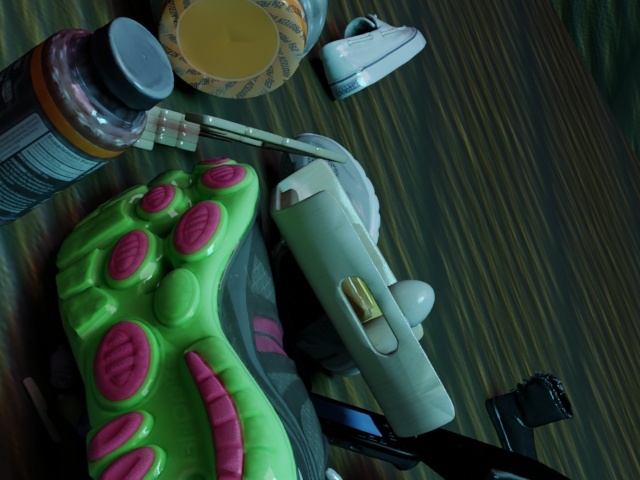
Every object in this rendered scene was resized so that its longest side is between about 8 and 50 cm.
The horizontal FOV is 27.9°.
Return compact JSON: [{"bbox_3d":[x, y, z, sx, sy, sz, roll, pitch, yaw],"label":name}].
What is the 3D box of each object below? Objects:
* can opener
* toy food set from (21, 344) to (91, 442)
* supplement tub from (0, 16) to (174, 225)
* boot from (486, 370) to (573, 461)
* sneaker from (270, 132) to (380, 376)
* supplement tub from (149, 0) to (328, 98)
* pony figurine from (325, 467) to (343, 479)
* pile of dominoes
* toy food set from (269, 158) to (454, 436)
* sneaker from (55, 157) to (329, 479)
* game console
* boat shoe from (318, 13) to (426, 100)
[{"bbox_3d":[-0.058,0.074,1.282,0.186,0.073,0.059,64,-12,-2],"label":"can opener"},{"bbox_3d":[-0.186,0.116,1.045,0.078,0.019,0.122,62,27,0],"label":"toy food set"},{"bbox_3d":[-0.209,-0.096,1.007,0.106,0.198,0.106,42,32,-34],"label":"supplement tub"},{"bbox_3d":[0.276,0.233,1.646,0.045,0.099,0.121,-15,78,-61],"label":"boot"},{"bbox_3d":[0.000,0.000,1.379,0.115,0.105,0.281,25,45,-50],"label":"sneaker"},{"bbox_3d":[-0.083,-0.310,1.428,0.193,0.193,0.316,44,33,-31],"label":"supplement tub"},{"bbox_3d":[0.129,0.377,1.124,0.363,0.303,0.351,40,22,-60],"label":"pony figurine"},{"bbox_3d":[-0.120,-0.093,1.217,0.251,0.196,0.040,11,91,-57],"label":"pile of dominoes"},{"bbox_3d":[0.046,0.035,1.190,0.220,0.092,0.306,60,2,-8],"label":"toy food set"},{"bbox_3d":[-0.099,0.110,1.039,0.483,0.185,0.202,-98,170,-49],"label":"sneaker"},{"bbox_3d":[0.074,0.187,1.183,0.361,0.044,0.213,19,-2,-12],"label":"game console"},{"bbox_3d":[0.071,-0.268,1.761,0.084,0.095,0.258,62,26,-9],"label":"boat shoe"}]
